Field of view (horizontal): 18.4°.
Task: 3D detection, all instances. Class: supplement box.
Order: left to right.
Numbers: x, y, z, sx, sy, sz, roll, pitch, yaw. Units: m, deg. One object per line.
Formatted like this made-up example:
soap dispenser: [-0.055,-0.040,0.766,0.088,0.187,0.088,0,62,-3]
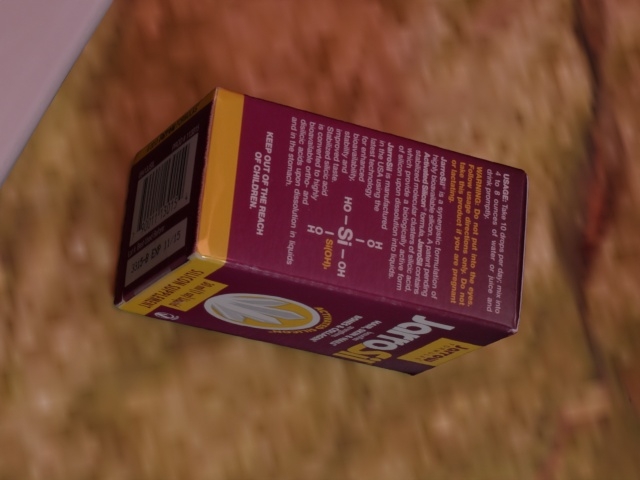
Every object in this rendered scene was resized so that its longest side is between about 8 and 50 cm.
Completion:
supplement box: [0.000,0.000,0.472,0.083,0.055,0.043,13,69,-22]

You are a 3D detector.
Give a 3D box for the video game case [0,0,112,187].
video game case: [-0.226,-0.061,0.390,0.329,0.036,0.300,33,61,-13]
